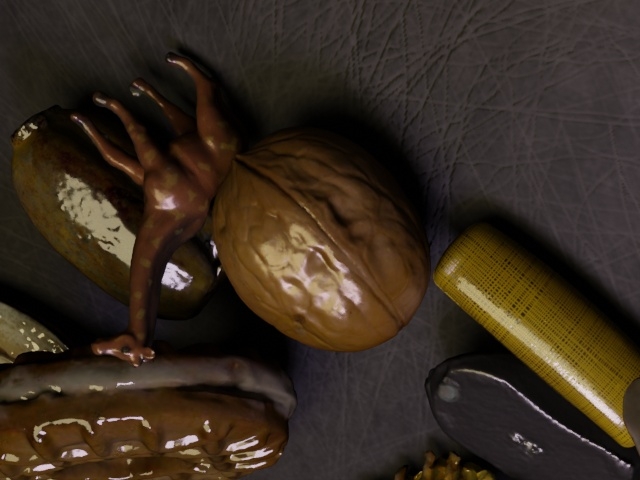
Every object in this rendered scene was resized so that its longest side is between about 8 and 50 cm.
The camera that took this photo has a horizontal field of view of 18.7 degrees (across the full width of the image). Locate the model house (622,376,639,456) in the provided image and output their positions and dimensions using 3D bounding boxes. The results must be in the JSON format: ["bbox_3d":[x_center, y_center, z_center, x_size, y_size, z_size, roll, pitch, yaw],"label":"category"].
[{"bbox_3d":[0.389,0.190,1.548,0.199,0.220,0.229,-22,152,29],"label":"model house"}]

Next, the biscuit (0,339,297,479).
[{"bbox_3d":[-0.182,0.170,1.804,0.332,0.332,0.103,-19,68,38],"label":"biscuit"}]

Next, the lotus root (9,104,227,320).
[{"bbox_3d":[-0.181,-0.024,1.778,0.241,0.124,0.123,41,130,0],"label":"lotus root"}]

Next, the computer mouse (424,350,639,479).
[{"bbox_3d":[0.193,0.163,1.716,0.217,0.073,0.122,37,134,-4],"label":"computer mouse"}]

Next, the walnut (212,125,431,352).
[{"bbox_3d":[0.000,0.000,1.662,0.207,0.167,0.167,46,131,-8],"label":"walnut"}]

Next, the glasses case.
[{"bbox_3d":[0.201,0.077,1.650,0.234,0.064,0.079,41,86,1],"label":"glasses case"}]

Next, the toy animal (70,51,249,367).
[{"bbox_3d":[-0.146,-0.028,1.687,0.230,0.224,0.066,56,161,9],"label":"toy animal"}]

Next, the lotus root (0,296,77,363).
[{"bbox_3d":[-0.381,0.106,2.021,0.329,0.078,0.167,28,108,14],"label":"lotus root"}]

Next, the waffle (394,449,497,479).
[{"bbox_3d":[0.087,0.340,1.755,0.062,0.329,0.329,30,137,-28],"label":"waffle"}]
